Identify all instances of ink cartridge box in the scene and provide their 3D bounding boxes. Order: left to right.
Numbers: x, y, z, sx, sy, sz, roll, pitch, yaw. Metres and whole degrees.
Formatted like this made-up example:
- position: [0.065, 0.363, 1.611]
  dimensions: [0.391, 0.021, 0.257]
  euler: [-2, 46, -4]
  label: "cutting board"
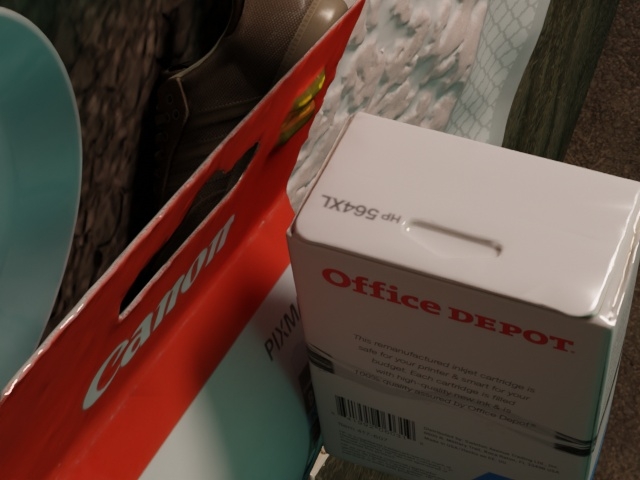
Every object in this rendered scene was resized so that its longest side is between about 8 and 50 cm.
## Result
- position: [-0.058, 0.114, 0.581]
  dimensions: [0.308, 0.091, 0.385]
  euler: [-55, 171, -48]
  label: "ink cartridge box"
- position: [0.074, 0.046, 0.609]
  dimensions: [0.203, 0.148, 0.086]
  euler: [83, 28, -52]
  label: "ink cartridge box"

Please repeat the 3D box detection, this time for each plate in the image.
- position: [-0.143, 0.007, 0.439]
  dimensions: [0.188, 0.024, 0.188]
  euler: [16, 90, -76]
  label: "plate"

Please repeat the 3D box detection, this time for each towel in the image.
- position: [0.063, -0.145, 0.748]
  dimensions: [0.317, 0.053, 0.332]
  euler: [-26, 140, -50]
  label: "towel"

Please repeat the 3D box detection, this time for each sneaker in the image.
- position: [-0.054, -0.054, 0.624]
  dimensions: [0.188, 0.071, 0.066]
  euler: [-61, 175, 21]
  label: "sneaker"

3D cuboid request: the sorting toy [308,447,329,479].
- position: [-0.019, 0.200, 1.058]
  dimensions: [0.083, 0.044, 0.075]
  euler: [-46, 157, -60]
  label: "sorting toy"
